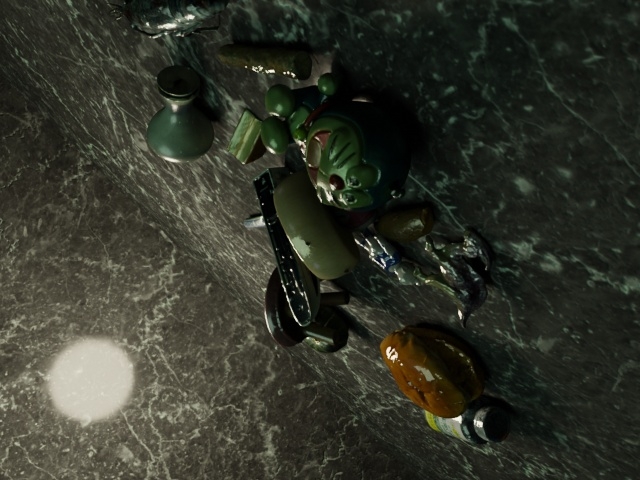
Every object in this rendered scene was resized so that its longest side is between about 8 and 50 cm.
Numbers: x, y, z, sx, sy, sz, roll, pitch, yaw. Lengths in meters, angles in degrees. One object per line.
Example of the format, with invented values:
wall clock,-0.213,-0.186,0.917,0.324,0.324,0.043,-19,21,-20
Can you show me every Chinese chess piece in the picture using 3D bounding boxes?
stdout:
Chinese chess piece,-0.007,-0.037,1.466,0.273,0.102,0.273,57,-169,-18

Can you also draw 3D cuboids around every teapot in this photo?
teapot,-0.371,-0.331,1.645,0.183,0.183,0.251,38,149,13

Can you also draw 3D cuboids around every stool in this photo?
stool,-0.039,0.201,1.961,0.178,0.272,0.272,-2,138,27

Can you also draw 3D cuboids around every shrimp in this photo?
shrimp,-0.299,-0.465,1.263,0.372,0.137,0.172,19,154,47

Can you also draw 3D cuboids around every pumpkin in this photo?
pumpkin,0.014,0.323,2.276,0.190,0.146,0.191,22,122,39

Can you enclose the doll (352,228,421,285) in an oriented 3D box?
doll,0.163,0.036,1.544,0.227,0.057,0.114,46,156,18

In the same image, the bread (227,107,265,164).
bread,-0.170,-0.275,1.594,0.074,0.084,0.139,39,129,10

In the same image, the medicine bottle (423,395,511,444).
medicine bottle,0.449,0.539,1.910,0.141,0.141,0.293,47,159,-13

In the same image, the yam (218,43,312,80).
yam,-0.115,-0.360,1.242,0.274,0.061,0.061,23,153,46

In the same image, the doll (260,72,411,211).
doll,0.041,-0.179,1.150,0.322,0.186,0.199,48,144,24

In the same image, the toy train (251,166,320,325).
toy train,-0.069,0.015,1.594,0.086,0.088,0.407,-26,78,47

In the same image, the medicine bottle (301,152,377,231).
medicine bottle,0.041,-0.122,1.391,0.090,0.090,0.217,13,145,54

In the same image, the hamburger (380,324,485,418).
hamburger,0.309,0.368,1.788,0.290,0.170,0.314,56,159,-17

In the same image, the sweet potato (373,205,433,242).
sweet potato,0.169,-0.029,1.367,0.077,0.077,0.243,47,159,-12

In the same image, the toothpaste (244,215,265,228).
toothpaste,-0.212,-0.061,2.081,0.057,0.035,0.197,41,160,-23

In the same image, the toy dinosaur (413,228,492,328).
toy dinosaur,0.287,0.073,1.349,0.162,0.077,0.294,30,156,30
